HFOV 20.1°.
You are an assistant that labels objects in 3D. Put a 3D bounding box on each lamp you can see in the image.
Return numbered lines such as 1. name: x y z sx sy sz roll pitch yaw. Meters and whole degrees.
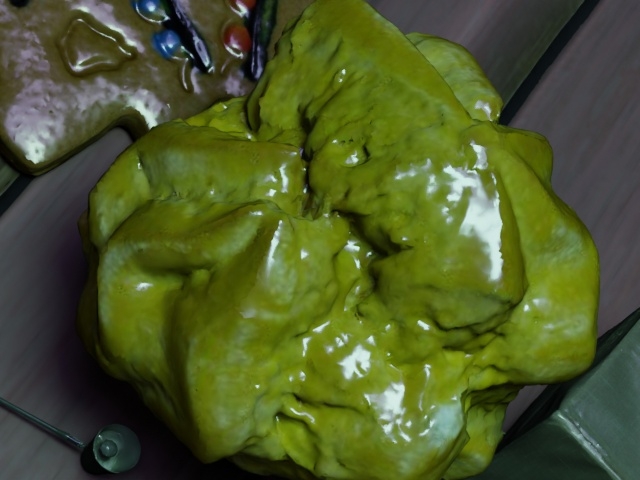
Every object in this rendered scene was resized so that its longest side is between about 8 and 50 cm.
1. lamp: -0.176 0.114 1.160 0.121 0.054 0.041 36 60 -12

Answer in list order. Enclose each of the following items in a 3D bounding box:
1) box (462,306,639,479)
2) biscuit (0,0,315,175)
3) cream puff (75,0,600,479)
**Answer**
1. box: 0.245 0.179 1.231 0.231 0.155 0.149 45 58 4
2. biscuit: -0.126 -0.176 1.301 0.301 0.043 0.278 1 68 -21
3. cream puff: -0.008 -0.003 1.103 0.274 0.270 0.323 -10 38 -34
